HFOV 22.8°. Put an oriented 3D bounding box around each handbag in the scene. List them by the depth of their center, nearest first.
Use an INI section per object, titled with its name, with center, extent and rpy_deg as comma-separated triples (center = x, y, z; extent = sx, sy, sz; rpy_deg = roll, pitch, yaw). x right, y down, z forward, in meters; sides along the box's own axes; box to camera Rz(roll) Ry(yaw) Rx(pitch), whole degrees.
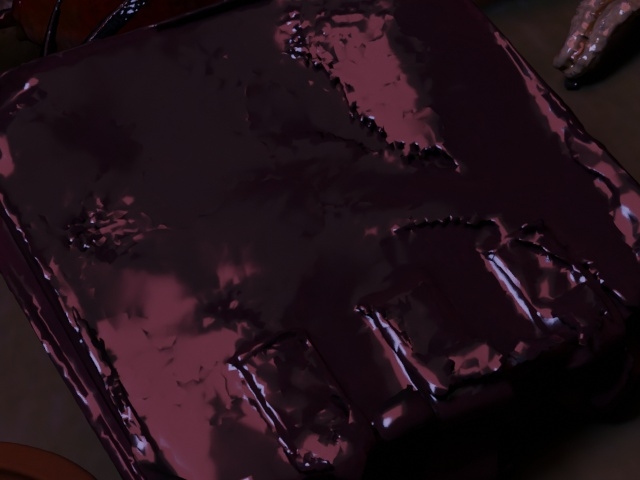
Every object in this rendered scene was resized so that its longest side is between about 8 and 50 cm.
[handbag]
center = 0.000, 0.002, 0.566
extent = 0.203, 0.074, 0.216
rpy_deg = -26, 56, -18

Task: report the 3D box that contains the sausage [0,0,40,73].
[sausage]
center = -0.279, -0.063, 0.862
extent = 0.501, 0.136, 0.123
rpy_deg = -39, 7, -19

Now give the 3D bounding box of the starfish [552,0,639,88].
[starfish]
center = 0.156, -0.167, 0.789
extent = 0.231, 0.048, 0.295
rpy_deg = -27, 37, -8

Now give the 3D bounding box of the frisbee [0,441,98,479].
[frisbee]
center = -0.178, 0.164, 0.558
extent = 0.251, 0.021, 0.251
rpy_deg = -18, 31, 11

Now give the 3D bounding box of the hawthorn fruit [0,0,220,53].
[hawthorn fruit]
center = -0.075, -0.138, 0.805
extent = 0.235, 0.181, 0.181
rpy_deg = -24, 31, 8

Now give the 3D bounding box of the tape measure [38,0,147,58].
[tape measure]
center = -0.081, -0.035, 0.657
extent = 0.104, 0.179, 0.107
rpy_deg = -20, 26, -26
